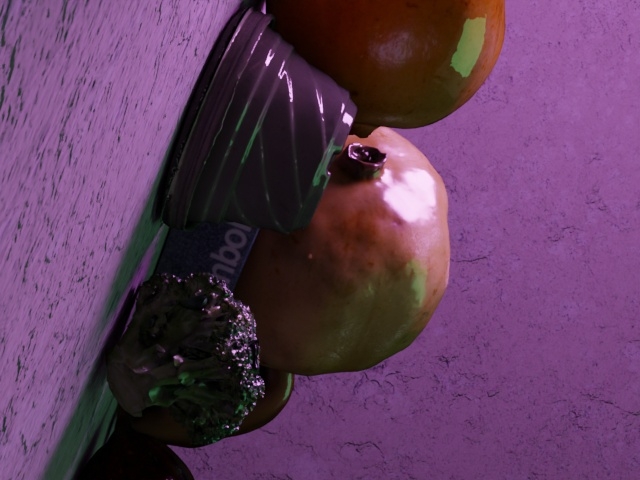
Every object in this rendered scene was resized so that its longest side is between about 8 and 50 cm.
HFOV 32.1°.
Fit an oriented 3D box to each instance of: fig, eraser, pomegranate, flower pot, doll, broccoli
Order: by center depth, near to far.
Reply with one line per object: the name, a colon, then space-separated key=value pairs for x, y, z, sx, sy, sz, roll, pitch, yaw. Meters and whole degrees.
flower pot: x=-0.052 y=-0.094 z=1.062 sx=0.235 sy=0.140 sz=0.235 roll=-156 pitch=-90 yaw=-88
broccoli: x=-0.132 y=0.119 z=1.113 sx=0.156 sy=0.195 sz=0.195 roll=-37 pitch=156 yaw=-52
pomegranate: x=0.067 y=-0.234 z=1.181 sx=0.264 sy=0.264 sz=0.264 roll=-158 pitch=-90 yaw=-88
eraser: x=-0.129 y=0.017 z=1.231 sx=0.046 sy=0.092 sz=0.212 roll=-74 pitch=-172 yaw=-66
fig: x=-0.216 y=0.295 z=1.311 sx=0.148 sy=0.149 sz=0.202 roll=-25 pitch=126 yaw=-66
pomegranate: x=0.000 y=0.000 z=1.369 sx=0.332 sy=0.332 sz=0.332 roll=-158 pitch=-90 yaw=-88
doll: x=-0.162 y=0.168 z=1.585 sx=0.318 sy=0.209 sz=0.340 roll=-35 pitch=-175 yaw=8
